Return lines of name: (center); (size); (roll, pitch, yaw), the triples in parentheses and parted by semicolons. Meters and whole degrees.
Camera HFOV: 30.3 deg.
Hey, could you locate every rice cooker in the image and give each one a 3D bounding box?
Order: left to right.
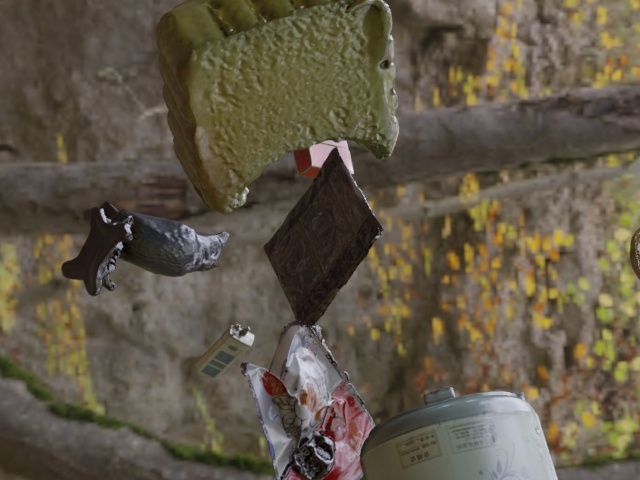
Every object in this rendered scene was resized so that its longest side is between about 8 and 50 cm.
rice cooker: (0.192, 0.353, 1.521); (0.264, 0.317, 0.316); (79, -1, -67)

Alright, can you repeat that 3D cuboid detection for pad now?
pad: (0.001, 0.000, 1.754); (0.233, 0.022, 0.174); (-55, -132, 34)

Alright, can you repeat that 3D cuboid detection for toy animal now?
toy animal: (-0.228, 0.006, 1.559); (0.117, 0.210, 0.121); (45, -61, 37)

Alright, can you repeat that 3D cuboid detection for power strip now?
power strip: (-0.169, 0.198, 2.104); (0.191, 0.048, 0.030); (-45, -157, 46)

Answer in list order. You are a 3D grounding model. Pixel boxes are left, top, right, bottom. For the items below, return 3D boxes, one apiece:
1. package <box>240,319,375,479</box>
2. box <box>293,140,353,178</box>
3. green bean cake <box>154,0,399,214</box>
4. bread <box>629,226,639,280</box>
package: (-0.018, 0.262, 1.753); (0.071, 0.194, 0.269); (10, -49, 56)
box: (-0.006, -0.203, 2.275); (0.048, 0.112, 0.175); (-33, -119, 40)
green bean cake: (-0.045, -0.163, 1.244); (0.233, 0.236, 0.124); (83, -18, -45)
bread: (0.473, 0.026, 1.632); (0.024, 0.110, 0.110); (141, -57, -59)
